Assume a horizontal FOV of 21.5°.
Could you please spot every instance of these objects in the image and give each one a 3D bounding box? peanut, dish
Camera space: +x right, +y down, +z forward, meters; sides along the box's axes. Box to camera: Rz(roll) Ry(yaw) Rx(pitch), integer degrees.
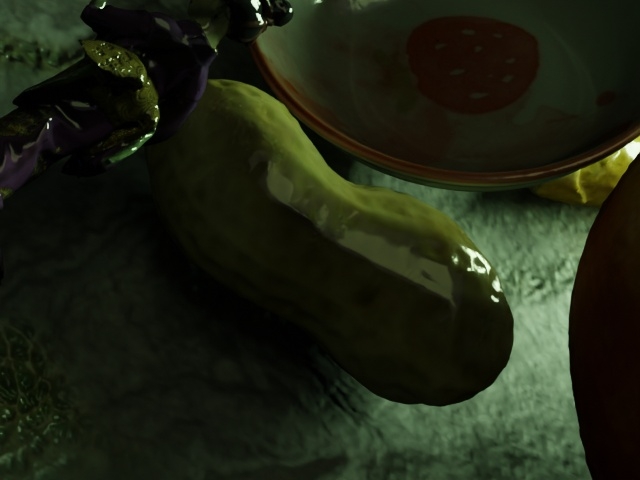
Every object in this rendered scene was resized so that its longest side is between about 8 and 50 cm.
[{"bbox_3d":[0.000,0.000,0.868,0.229,0.103,0.098,36,86,-5],"label":"peanut"},{"bbox_3d":[0.083,-0.110,0.992,0.260,0.085,0.260,1,53,-1],"label":"dish"}]

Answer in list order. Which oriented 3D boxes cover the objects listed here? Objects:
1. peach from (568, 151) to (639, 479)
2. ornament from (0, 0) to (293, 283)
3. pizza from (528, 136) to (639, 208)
[{"bbox_3d":[0.302,0.067,0.872,0.373,0.290,0.372,-3,51,4],"label":"peach"},{"bbox_3d":[-0.108,-0.077,0.811,0.203,0.088,0.081,-41,81,-18],"label":"ornament"},{"bbox_3d":[0.238,-0.112,1.139,0.365,0.074,0.182,-19,77,-44],"label":"pizza"}]
